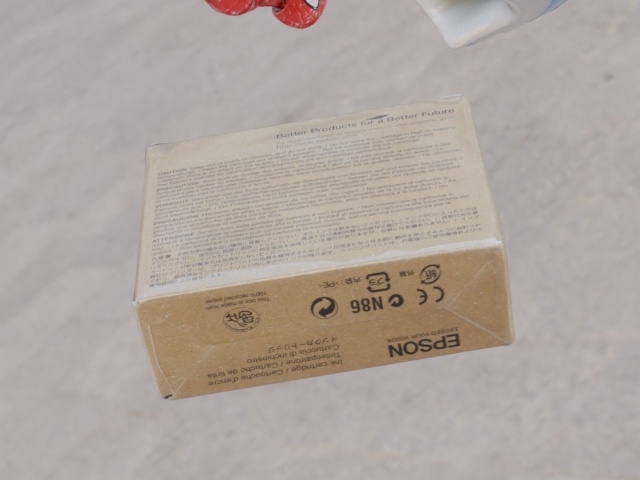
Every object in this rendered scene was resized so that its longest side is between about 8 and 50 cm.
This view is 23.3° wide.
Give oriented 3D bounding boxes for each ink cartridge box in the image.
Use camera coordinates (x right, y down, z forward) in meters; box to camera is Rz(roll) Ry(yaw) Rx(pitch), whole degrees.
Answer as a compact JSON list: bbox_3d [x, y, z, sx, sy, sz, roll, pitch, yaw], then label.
[{"bbox_3d":[0.000,0.000,1.038,0.235,0.088,0.193,-9,33,4],"label":"ink cartridge box"}]

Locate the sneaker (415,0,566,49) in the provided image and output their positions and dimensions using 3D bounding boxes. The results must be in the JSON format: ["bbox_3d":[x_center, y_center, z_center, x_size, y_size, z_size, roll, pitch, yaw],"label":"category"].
[{"bbox_3d":[0.059,-0.125,0.447,0.092,0.087,0.228,-39,-20,-3],"label":"sneaker"}]

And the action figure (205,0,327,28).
[{"bbox_3d":[-0.077,-0.218,0.796,0.139,0.280,0.091,-45,33,12],"label":"action figure"}]
